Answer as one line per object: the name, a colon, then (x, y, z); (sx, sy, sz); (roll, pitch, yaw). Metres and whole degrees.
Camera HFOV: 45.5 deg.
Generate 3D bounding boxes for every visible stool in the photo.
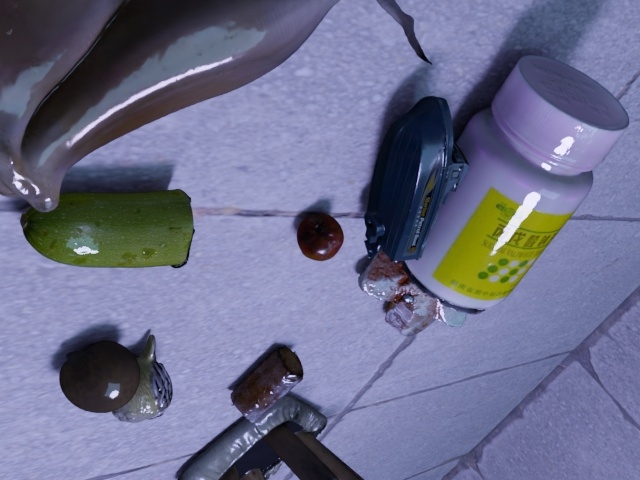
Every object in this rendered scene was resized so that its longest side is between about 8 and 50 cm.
stool: (-0.094, 0.519, 1.631); (0.310, 0.226, 0.310); (-40, 150, 3)

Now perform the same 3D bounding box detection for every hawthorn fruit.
hawthorn fruit: (-0.001, -0.004, 1.141); (0.077, 0.077, 0.077); (-27, 150, -18)

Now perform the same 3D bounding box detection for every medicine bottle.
medicine bottle: (0.292, -0.082, 1.202); (0.213, 0.213, 0.378); (-11, 141, -39)

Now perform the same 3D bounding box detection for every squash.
squash: (-0.240, -0.011, 0.848); (0.188, 0.095, 0.095); (-2, 136, -41)

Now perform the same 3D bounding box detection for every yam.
yam: (-0.098, 0.266, 1.412); (0.141, 0.079, 0.079); (-43, 151, 13)

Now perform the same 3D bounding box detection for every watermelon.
watermelon: (0.176, 0.067, 1.383); (0.241, 0.094, 0.154); (5, 118, -22)

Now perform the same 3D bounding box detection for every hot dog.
hot dog: (0.236, 0.087, 1.529); (0.268, 0.075, 0.144); (-41, 147, 13)

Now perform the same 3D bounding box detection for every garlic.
garlic: (-0.129, -0.203, 0.540); (0.340, 0.246, 0.231); (-20, 138, 0)

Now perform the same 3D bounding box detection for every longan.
longan: (-0.306, 0.186, 1.054); (0.113, 0.092, 0.113); (-3, 124, -5)

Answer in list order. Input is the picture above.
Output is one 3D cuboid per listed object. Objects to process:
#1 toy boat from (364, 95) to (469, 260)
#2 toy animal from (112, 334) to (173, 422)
toy boat: (0.141, -0.094, 1.117); (0.122, 0.114, 0.296); (-16, 146, -22)
toy animal: (-0.259, 0.210, 1.147); (0.137, 0.098, 0.098); (-62, 149, -1)
